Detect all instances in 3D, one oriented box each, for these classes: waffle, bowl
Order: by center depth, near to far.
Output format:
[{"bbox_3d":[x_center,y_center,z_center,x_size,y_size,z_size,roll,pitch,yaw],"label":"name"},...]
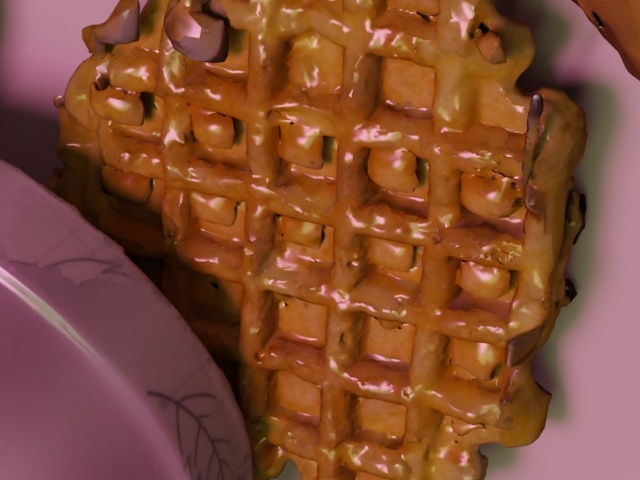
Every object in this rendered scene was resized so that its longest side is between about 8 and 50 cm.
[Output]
[{"bbox_3d":[0.001,-0.002,0.746,0.280,0.060,0.262,-31,102,37],"label":"waffle"},{"bbox_3d":[-0.186,0.096,0.795,0.287,0.144,0.287,21,140,19],"label":"bowl"}]

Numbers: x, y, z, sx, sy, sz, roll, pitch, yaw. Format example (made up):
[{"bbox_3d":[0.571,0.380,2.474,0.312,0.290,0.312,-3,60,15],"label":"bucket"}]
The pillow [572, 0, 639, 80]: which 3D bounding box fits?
[{"bbox_3d":[0.088,-0.233,0.532,0.312,0.119,0.310,42,131,-1],"label":"pillow"}]
